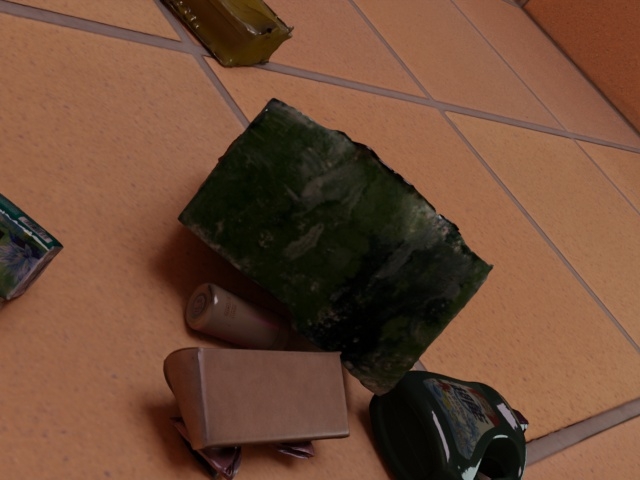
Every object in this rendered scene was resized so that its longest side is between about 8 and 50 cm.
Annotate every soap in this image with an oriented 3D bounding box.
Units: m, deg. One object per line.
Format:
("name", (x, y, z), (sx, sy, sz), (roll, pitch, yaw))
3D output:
("soap", (-0.156, -0.351, 1.403), (0.233, 0.076, 0.135), (47, 25, 10))

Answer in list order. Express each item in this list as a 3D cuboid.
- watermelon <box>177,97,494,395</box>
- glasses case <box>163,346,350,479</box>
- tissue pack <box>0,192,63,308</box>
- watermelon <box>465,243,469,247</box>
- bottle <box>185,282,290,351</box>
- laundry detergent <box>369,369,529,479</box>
("watermelon", (-0.007, 0.012, 0.959), (0.264, 0.151, 0.302), (39, -10, -11))
("glasses case", (-0.056, 0.146, 0.828), (0.193, 0.070, 0.102), (9, 69, -51))
("tissue pack", (-0.262, -0.001, 0.743), (0.111, 0.079, 0.085), (40, -5, -6))
("watermelon", (0.095, 0.067, 1.167), (0.098, 0.121, 0.158), (37, 68, 23))
("bottle", (-0.074, 0.074, 0.915), (0.096, 0.045, 0.045), (25, 31, -33))
("laundry detergent", (0.152, 0.202, 1.007), (0.221, 0.078, 0.144), (15, 39, -47))
